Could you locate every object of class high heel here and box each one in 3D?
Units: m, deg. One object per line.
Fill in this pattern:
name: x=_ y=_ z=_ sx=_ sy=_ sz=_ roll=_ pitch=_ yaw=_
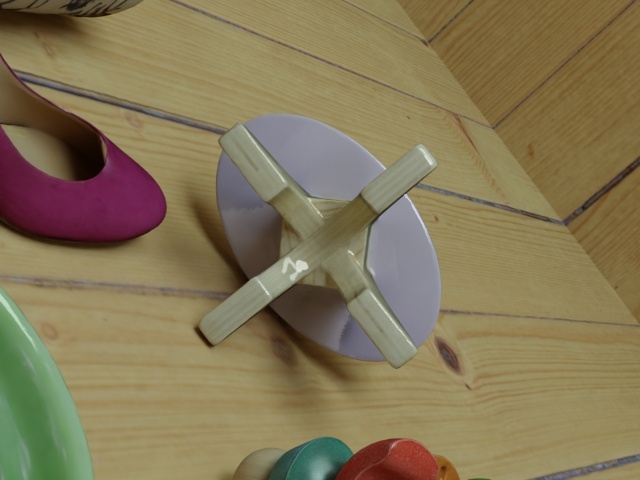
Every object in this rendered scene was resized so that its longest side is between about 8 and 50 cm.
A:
high heel: x=-0.224 y=-0.114 z=0.904 sx=0.377 sy=0.181 sz=0.127 roll=22 pitch=33 yaw=-48

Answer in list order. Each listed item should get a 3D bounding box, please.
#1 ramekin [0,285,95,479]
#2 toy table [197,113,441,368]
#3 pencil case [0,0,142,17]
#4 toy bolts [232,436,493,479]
ramekin: x=-0.262 y=0.103 z=0.510 sx=0.303 sy=0.148 sz=0.303 roll=39 pitch=24 yaw=-21
toy table: x=0.000 y=0.000 z=1.094 sx=0.274 sy=0.252 sz=0.161 roll=40 pitch=4 yaw=4
pencil case: x=-0.313 y=-0.299 z=1.084 sx=0.183 sy=0.160 sz=0.410 roll=42 pitch=20 yaw=12
toy bolts: x=0.030 y=0.244 z=0.906 sx=0.228 sy=0.158 sz=0.218 roll=42 pitch=61 yaw=-40
